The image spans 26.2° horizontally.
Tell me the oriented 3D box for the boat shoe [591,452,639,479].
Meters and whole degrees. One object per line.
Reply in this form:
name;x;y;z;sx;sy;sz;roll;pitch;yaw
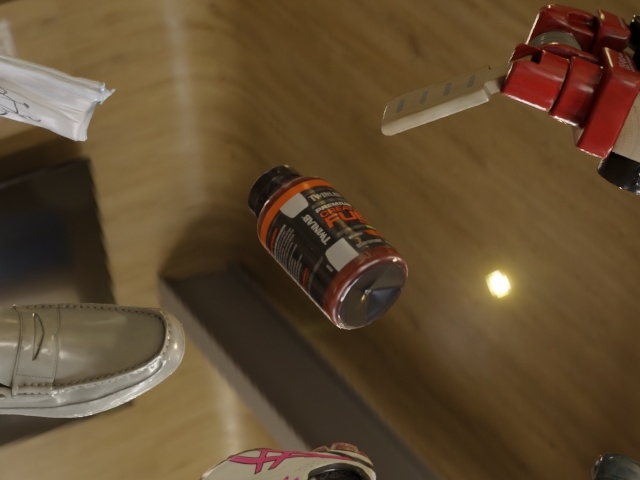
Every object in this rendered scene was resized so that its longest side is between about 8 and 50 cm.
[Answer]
boat shoe;0.272;0.210;0.960;0.095;0.254;0.079;-16;-122;53

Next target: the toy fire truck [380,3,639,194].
toy fire truck;0.198;-0.141;1.250;0.217;0.246;0.159;-73;-176;-68

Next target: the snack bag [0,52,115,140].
snack bag;-0.412;-0.178;1.538;0.323;0.342;0.037;158;-53;-75

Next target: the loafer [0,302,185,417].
loafer;-0.295;0.117;1.364;0.111;0.319;0.112;67;13;-59

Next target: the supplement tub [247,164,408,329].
supplement tub;0.000;0.000;1.511;0.198;0.106;0.106;46;-29;34

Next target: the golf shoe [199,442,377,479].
golf shoe;-0.036;0.244;1.386;0.086;0.186;0.068;-153;-127;-84
